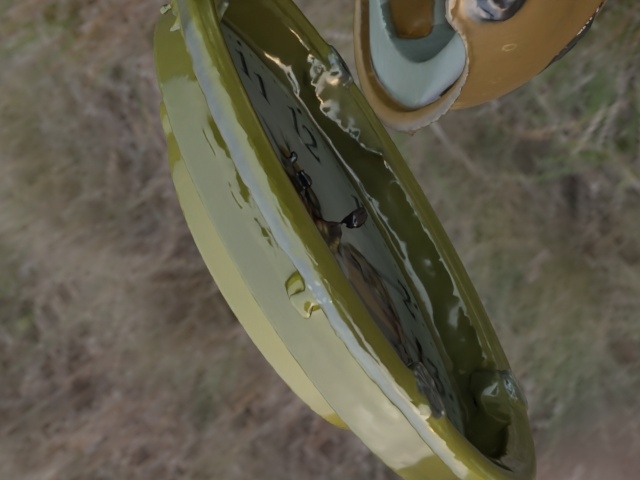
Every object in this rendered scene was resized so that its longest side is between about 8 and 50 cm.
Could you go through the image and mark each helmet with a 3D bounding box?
[{"bbox_3d":[0.084,-0.170,0.887,0.198,0.130,0.224,-125,29,-62],"label":"helmet"}]

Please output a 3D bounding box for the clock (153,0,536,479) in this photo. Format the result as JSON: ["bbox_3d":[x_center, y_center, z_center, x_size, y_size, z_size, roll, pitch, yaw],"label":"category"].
[{"bbox_3d":[0.000,0.000,0.656,0.057,0.237,0.237,-31,94,13],"label":"clock"}]
